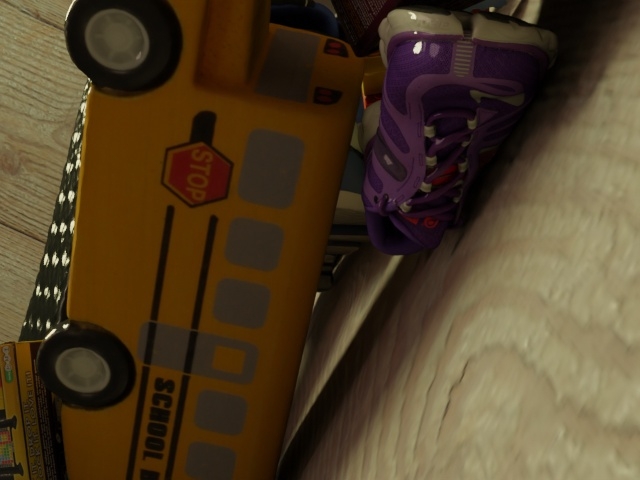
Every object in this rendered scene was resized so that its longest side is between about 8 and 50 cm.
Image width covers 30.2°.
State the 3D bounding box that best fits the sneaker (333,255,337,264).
[{"bbox_3d":[0.000,0.000,0.946,0.083,0.037,0.032,117,174,-51],"label":"sneaker"}]

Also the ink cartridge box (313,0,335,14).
[{"bbox_3d":[-0.009,-0.208,0.988,0.239,0.060,0.275,-74,11,-50],"label":"ink cartridge box"}]

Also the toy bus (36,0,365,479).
[{"bbox_3d":[-0.061,-0.006,0.602,0.108,0.130,0.333,-78,1,-60],"label":"toy bus"}]

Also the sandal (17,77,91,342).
[{"bbox_3d":[-0.149,0.076,0.838,0.167,0.107,0.446,25,100,67],"label":"sandal"}]

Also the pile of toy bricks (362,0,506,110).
[{"bbox_3d":[0.062,-0.141,0.697,0.212,0.118,0.105,-95,-3,-49],"label":"pile of toy bricks"}]

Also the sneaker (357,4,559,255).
[{"bbox_3d":[0.050,-0.037,0.475,0.170,0.068,0.071,101,177,-71],"label":"sneaker"}]

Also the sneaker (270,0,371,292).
[{"bbox_3d":[-0.034,-0.067,0.840,0.315,0.127,0.182,144,130,-68],"label":"sneaker"}]

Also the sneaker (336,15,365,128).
[{"bbox_3d":[0.044,-0.160,1.016,0.080,0.081,0.211,128,165,-66],"label":"sneaker"}]

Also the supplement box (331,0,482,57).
[{"bbox_3d":[0.055,-0.142,0.469,0.104,0.081,0.188,-25,2,-5],"label":"supplement box"}]

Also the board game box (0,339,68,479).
[{"bbox_3d":[-0.154,0.141,0.665,0.141,0.048,0.170,17,-116,-79],"label":"board game box"}]
